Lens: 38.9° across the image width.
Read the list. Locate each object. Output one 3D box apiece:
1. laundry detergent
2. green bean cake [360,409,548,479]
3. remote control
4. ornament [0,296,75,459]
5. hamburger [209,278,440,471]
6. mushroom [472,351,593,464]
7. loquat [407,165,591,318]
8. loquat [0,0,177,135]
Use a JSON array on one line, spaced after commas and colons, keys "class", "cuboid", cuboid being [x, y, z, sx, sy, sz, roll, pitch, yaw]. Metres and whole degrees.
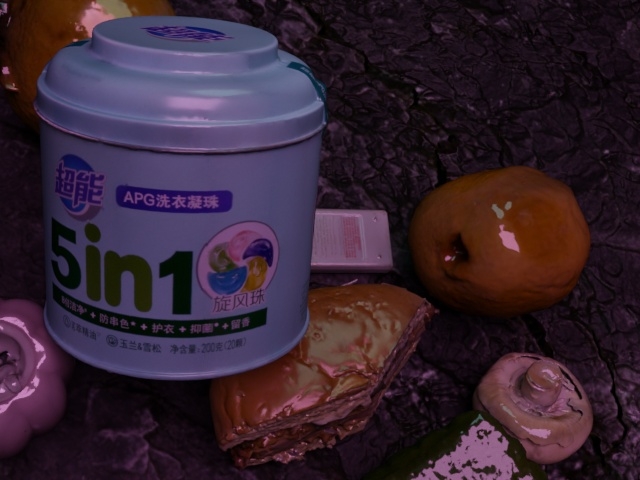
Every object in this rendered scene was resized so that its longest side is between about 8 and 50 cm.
[{"class": "laundry detergent", "cuboid": [-0.141, -0.060, 0.926, 0.287, 0.305, 0.287, 4, 23, -2]}, {"class": "green bean cake", "cuboid": [0.156, 0.328, 1.024, 0.248, 0.125, 0.222, -36, 81, -5]}, {"class": "remote control", "cuboid": [0.000, 0.000, 1.184, 0.190, 0.029, 0.087, 0, 69, -16]}, {"class": "ornament", "cuboid": [-0.349, 0.141, 0.957, 0.178, 0.177, 0.177, 6, 68, -14]}, {"class": "hamburger", "cuboid": [-0.007, 0.149, 1.061, 0.245, 0.155, 0.282, 20, 56, 3]}, {"class": "mushroom", "cuboid": [0.268, 0.202, 1.131, 0.154, 0.122, 0.154, 7, 41, -6]}, {"class": "loquat", "cuboid": [0.223, 0.005, 1.143, 0.238, 0.238, 0.193, -19, 92, -22]}, {"class": "loquat", "cuboid": [-0.281, -0.221, 1.085, 0.244, 0.244, 0.243, 6, 68, -14]}]
